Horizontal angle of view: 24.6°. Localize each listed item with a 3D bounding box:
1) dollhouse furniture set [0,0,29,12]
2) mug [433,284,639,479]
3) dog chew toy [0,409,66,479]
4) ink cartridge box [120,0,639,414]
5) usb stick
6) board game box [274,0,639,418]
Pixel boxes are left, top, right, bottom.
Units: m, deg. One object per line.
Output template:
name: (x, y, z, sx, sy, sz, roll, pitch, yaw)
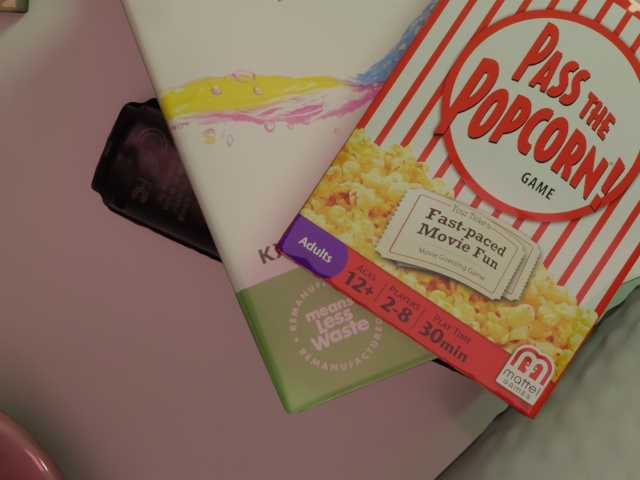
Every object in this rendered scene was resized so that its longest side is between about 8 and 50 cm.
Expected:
dollhouse furniture set: (-0.249, -0.211, 0.833, 0.144, 0.123, 0.151, 5, 98, 6)
mug: (0.292, 0.144, 0.741, 0.374, 0.276, 0.328, 36, 108, -20)
dog chew toy: (-0.297, 0.232, 0.864, 0.332, 0.206, 0.206, -39, 92, 17)
ink cartridge box: (0.010, -0.108, 0.792, 0.207, 0.119, 0.353, -22, 87, 0)
usb stick: (0.000, 0.000, 0.873, 0.278, 0.045, 0.077, 25, 101, 2)
board game box: (0.091, -0.035, 0.705, 0.147, 0.045, 0.193, 33, 88, 1)
